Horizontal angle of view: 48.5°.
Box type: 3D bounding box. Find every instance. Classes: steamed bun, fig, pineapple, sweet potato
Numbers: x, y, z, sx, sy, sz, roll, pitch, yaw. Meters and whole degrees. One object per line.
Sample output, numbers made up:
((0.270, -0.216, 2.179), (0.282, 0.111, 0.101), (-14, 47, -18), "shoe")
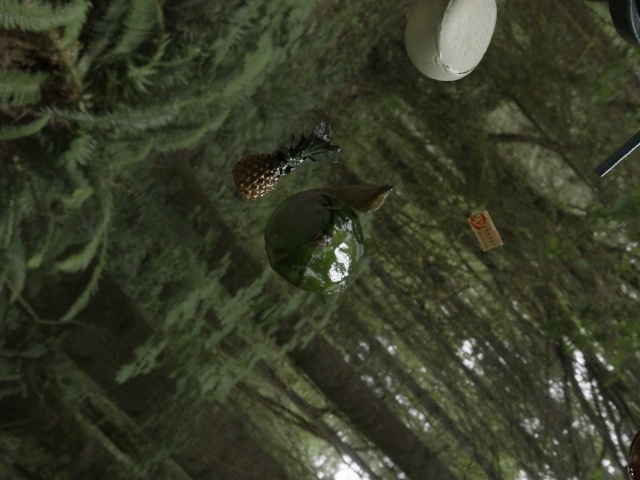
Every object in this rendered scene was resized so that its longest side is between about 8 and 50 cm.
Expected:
((0.252, -0.427, 1.421), (0.130, 0.177, 0.228), (15, -119, 44), "steamed bun")
((0.000, 0.000, 1.270), (0.195, 0.195, 0.245), (-43, -177, -17), "fig")
((-0.084, -0.201, 1.820), (0.277, 0.130, 0.119), (-27, -151, 10), "pineapple")
((0.069, -0.091, 1.508), (0.249, 0.069, 0.060), (7, -95, 49), "sweet potato")

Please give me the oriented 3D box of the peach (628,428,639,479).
((0.953, 0.524, 1.666), (0.416, 0.353, 0.339), (-31, -142, 7), "peach")

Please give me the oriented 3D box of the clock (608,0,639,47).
((0.838, -0.630, 1.666), (0.386, 0.386, 0.076), (-42, -140, -3), "clock")

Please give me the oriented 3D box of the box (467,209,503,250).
((0.405, -0.023, 1.749), (0.015, 0.093, 0.058), (-26, 180, -36), "box")

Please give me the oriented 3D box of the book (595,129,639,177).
((0.726, -0.244, 1.579), (0.269, 0.025, 0.191), (-45, 169, 24), "book")
